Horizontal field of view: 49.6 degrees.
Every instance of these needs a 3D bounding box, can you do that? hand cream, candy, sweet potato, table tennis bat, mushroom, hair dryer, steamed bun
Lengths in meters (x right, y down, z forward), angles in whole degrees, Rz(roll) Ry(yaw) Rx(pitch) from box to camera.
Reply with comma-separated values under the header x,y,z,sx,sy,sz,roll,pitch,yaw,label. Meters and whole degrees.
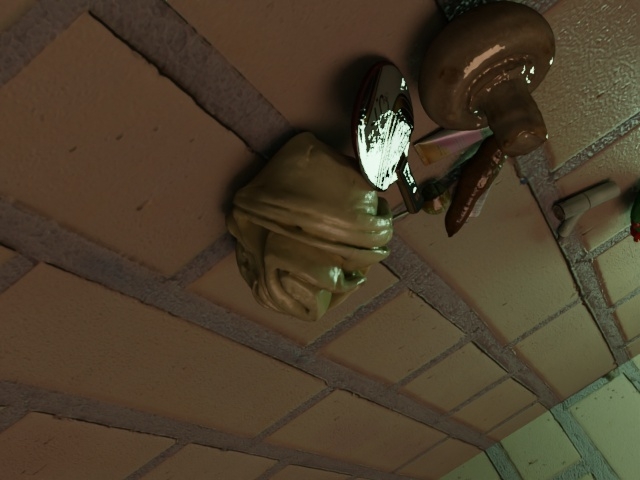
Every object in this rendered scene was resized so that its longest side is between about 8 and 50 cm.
x,y,z,sx,sy,sz,roll,pitch,yaw,label
0.296,-0.094,1.345,0.084,0.053,0.142,-4,124,-33,hand cream
0.148,-0.048,1.296,0.203,0.061,0.061,-25,147,9,candy
0.286,-0.114,1.271,0.067,0.067,0.273,1,126,-37,sweet potato
0.110,-0.137,1.062,0.173,0.023,0.301,-64,147,-24,table tennis bat
0.240,-0.233,0.988,0.207,0.209,0.206,0,133,0,mushroom
0.606,-0.055,1.628,0.155,0.044,0.183,-22,151,-9,hair dryer
-0.002,0.000,1.098,0.276,0.203,0.289,5,132,-42,steamed bun
0.248,-0.185,1.189,0.174,0.047,0.076,-27,149,12,hand cream

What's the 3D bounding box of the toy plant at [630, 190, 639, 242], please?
x,y,z,sx,sy,sz,roll,pitch,yaw,label
0.824,-0.081,1.706,0.154,0.088,0.240,-51,151,6,toy plant
